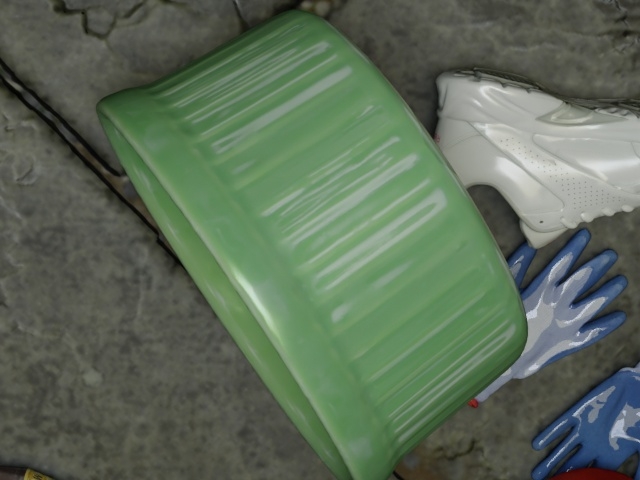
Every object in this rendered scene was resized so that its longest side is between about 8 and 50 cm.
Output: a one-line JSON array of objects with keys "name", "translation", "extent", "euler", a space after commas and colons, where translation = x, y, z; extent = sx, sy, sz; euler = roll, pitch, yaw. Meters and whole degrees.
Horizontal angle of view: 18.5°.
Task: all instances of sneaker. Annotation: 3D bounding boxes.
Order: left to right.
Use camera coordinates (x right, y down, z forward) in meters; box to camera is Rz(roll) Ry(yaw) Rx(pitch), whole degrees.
[{"name": "sneaker", "translation": [0.185, -0.046, 1.378], "extent": [0.232, 0.090, 0.115], "euler": [13, 103, 3]}]

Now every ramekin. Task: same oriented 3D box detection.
[{"name": "ramekin", "translation": [0.000, 0.000, 1.260], "extent": [0.148, 0.303, 0.303], "euler": [-34, 99, -7]}]

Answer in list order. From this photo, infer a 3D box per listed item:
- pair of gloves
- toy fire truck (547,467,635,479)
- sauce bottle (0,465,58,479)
[{"name": "pair of gloves", "translation": [0.186, 0.097, 1.422], "extent": [0.159, 0.023, 0.198], "euler": [-43, 98, 3]}, {"name": "toy fire truck", "translation": [0.249, 0.315, 1.403], "extent": [0.302, 0.169, 0.254], "euler": [5, 123, -6]}, {"name": "sauce bottle", "translation": [-0.203, 0.184, 1.390], "extent": [0.128, 0.042, 0.042], "euler": [24, 95, -9]}]
